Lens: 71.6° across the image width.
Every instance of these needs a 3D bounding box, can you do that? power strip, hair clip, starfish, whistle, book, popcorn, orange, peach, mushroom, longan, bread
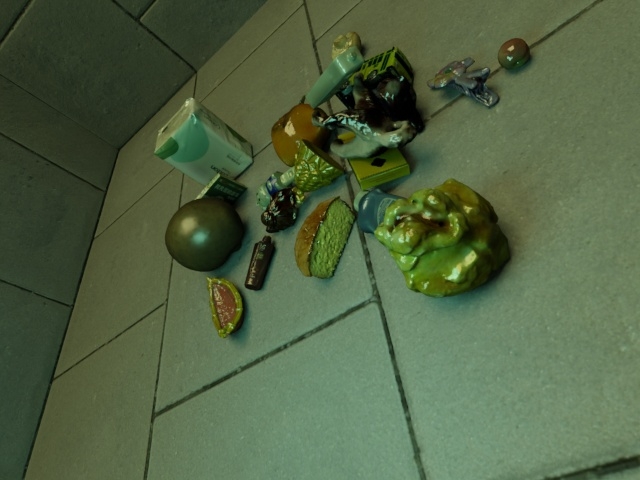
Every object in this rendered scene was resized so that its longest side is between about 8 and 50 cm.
[{"bbox_3d":[0.042,-0.520,1.433,0.091,0.062,0.385,-35,9,-13],"label":"power strip"},{"bbox_3d":[0.412,-0.475,1.297,0.137,0.090,0.278,-42,40,2],"label":"hair clip"},{"bbox_3d":[-0.097,-0.500,1.797,0.223,0.050,0.217,-42,-18,-40],"label":"starfish"},{"bbox_3d":[-0.166,-0.202,1.677,0.244,0.092,0.110,-35,63,30],"label":"whistle"},{"bbox_3d":[-0.451,-0.157,1.866,0.264,0.202,0.027,-46,67,10],"label":"book"},{"bbox_3d":[0.265,-0.013,0.985,0.225,0.276,0.277,-10,56,47],"label":"popcorn"},{"bbox_3d":[-0.074,-0.403,1.663,0.248,0.183,0.249,-27,47,33],"label":"orange"},{"bbox_3d":[0.527,-0.511,1.212,0.083,0.083,0.083,-26,47,31],"label":"peach"},{"bbox_3d":[0.104,-0.783,1.813,0.148,0.112,0.148,-22,44,23],"label":"mushroom"},{"bbox_3d":[-0.443,-0.027,1.708,0.297,0.297,0.298,-26,47,31],"label":"longan"},{"bbox_3d":[-0.004,-0.006,1.354,0.134,0.129,0.260,9,68,49],"label":"bread"}]

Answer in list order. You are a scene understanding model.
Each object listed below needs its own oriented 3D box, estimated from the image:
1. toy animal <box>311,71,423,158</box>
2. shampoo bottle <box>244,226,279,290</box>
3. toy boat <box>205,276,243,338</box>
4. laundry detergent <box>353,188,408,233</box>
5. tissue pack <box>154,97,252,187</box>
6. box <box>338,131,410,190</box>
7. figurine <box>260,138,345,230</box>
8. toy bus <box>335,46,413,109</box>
[{"bbox_3d":[0.190,-0.380,1.331,0.302,0.194,0.344,11,52,36],"label":"toy animal"},{"bbox_3d":[-0.205,0.058,1.560,0.067,0.068,0.237,-31,41,56],"label":"shampoo bottle"},{"bbox_3d":[-0.333,0.231,1.543,0.141,0.099,0.318,-45,37,7],"label":"toy boat"},{"bbox_3d":[0.186,-0.066,1.238,0.290,0.094,0.144,40,107,54],"label":"laundry detergent"},{"bbox_3d":[-0.517,-0.414,1.982,0.266,0.356,0.194,-36,42,22],"label":"tissue pack"},{"bbox_3d":[0.160,-0.272,1.389,0.152,0.041,0.279,-18,43,0],"label":"box"},{"bbox_3d":[-0.080,-0.170,1.550,0.315,0.187,0.168,-53,2,17],"label":"figurine"},{"bbox_3d":[0.190,-0.560,1.552,0.262,0.128,0.150,-5,57,45],"label":"toy bus"}]
